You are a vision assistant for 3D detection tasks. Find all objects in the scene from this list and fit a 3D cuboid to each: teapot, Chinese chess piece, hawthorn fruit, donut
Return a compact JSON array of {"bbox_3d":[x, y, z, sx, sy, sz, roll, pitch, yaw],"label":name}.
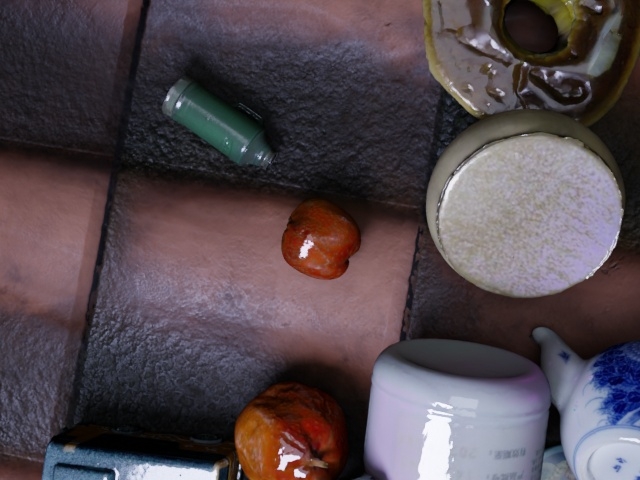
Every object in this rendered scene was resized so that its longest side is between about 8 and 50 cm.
[{"bbox_3d":[0.469,0.243,1.041,0.424,0.280,0.252,26,130,23],"label":"teapot"},{"bbox_3d":[0.284,-0.049,1.071,0.269,0.112,0.270,4,119,7],"label":"Chinese chess piece"},{"bbox_3d":[-0.042,0.285,1.103,0.173,0.179,0.174,-1,85,11],"label":"hawthorn fruit"},{"bbox_3d":[0.308,-0.313,1.122,0.329,0.160,0.330,1,99,6],"label":"donut"},{"bbox_3d":[0.000,0.000,1.143,0.128,0.128,0.128,0,87,5],"label":"hawthorn fruit"}]

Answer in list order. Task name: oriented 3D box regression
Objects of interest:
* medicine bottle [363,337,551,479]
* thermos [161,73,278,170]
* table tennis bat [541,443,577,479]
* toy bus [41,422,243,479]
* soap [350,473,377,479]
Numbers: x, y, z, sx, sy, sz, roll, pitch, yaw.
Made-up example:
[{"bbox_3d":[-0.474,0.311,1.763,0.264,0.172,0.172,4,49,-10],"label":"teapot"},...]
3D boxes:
[{"bbox_3d":[0.179,0.307,1.050,0.241,0.241,0.302,6,97,5],"label":"medicine bottle"},{"bbox_3d":[-0.149,-0.177,1.190,0.187,0.083,0.073,36,112,4],"label":"thermos"},{"bbox_3d":[0.415,0.378,1.131,0.237,0.038,0.149,0,83,7],"label":"table tennis bat"},{"bbox_3d":[-0.262,0.356,1.122,0.275,0.167,0.139,6,88,6],"label":"toy bus"},{"bbox_3d":[0.026,0.402,1.018,0.091,0.230,0.145,-5,55,-15],"label":"soap"}]
